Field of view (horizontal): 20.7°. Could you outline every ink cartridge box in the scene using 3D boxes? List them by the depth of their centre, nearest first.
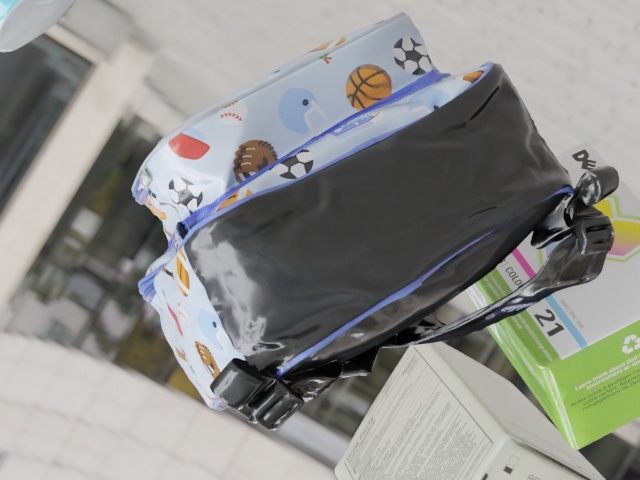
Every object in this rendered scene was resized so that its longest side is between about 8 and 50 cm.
[{"bbox_3d":[0.241,0.007,1.264,0.189,0.255,0.097,58,176,50],"label":"ink cartridge box"}]

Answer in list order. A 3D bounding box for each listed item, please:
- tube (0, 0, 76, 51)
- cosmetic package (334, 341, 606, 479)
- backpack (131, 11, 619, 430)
[{"bbox_3d":[-0.194,-0.177,0.801,0.207,0.052,0.080,47,-157,8],"label":"tube"},{"bbox_3d":[0.119,0.201,1.456,0.113,0.160,0.309,30,-174,-13],"label":"cosmetic package"},{"bbox_3d":[0.000,0.000,1.104,0.213,0.276,0.263,61,159,11],"label":"backpack"}]
